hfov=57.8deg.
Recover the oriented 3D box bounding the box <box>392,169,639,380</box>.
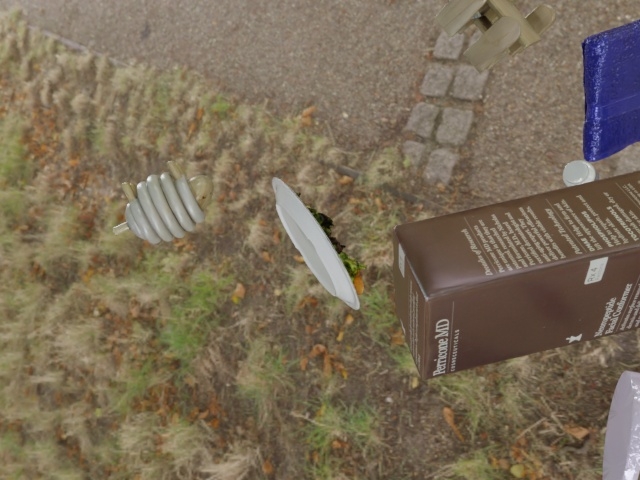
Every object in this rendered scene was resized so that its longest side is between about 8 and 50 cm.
[{"bbox_3d":[0.299,0.045,0.789,0.191,0.382,0.143,80,177,-45],"label":"box"}]

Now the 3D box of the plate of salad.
[{"bbox_3d":[0.000,0.000,0.745,0.048,0.199,0.200,-33,40,-9],"label":"plate of salad"}]

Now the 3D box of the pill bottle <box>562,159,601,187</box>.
[{"bbox_3d":[0.582,-0.142,1.296,0.067,0.120,0.067,-5,81,34],"label":"pill bottle"}]

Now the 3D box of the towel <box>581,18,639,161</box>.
[{"bbox_3d":[0.719,-0.362,1.382,0.076,0.228,0.308,-127,20,-56],"label":"towel"}]

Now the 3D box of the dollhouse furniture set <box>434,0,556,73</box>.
[{"bbox_3d":[0.286,-0.426,0.938,0.242,0.212,0.161,52,133,3],"label":"dollhouse furniture set"}]

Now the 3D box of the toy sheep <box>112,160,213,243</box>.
[{"bbox_3d":[-0.189,-0.041,0.697,0.132,0.091,0.091,-26,47,0],"label":"toy sheep"}]

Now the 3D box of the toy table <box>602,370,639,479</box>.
[{"bbox_3d":[0.671,0.404,1.149,0.161,0.252,0.274,7,111,15],"label":"toy table"}]
